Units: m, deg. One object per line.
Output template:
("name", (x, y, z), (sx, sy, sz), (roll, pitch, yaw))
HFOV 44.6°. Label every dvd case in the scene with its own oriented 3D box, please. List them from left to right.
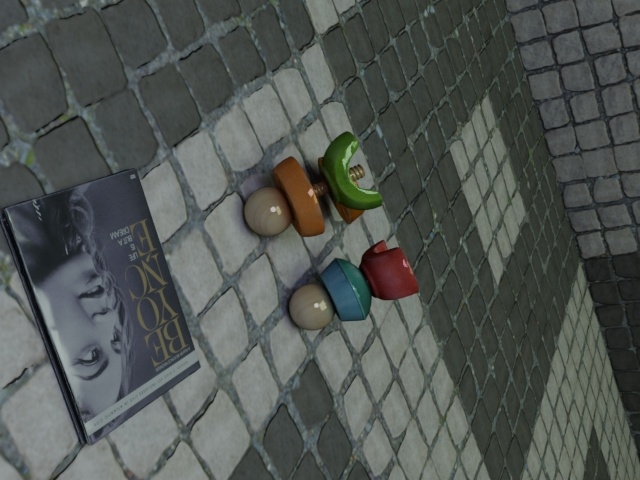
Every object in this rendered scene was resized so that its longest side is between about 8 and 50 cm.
("dvd case", (-0.199, 0.054, 0.740), (0.164, 0.018, 0.221), (-31, 108, -57))

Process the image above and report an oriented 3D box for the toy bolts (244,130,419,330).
("toy bolts", (0.000, 0.000, 1.014), (0.228, 0.158, 0.218), (65, -7, -6))
